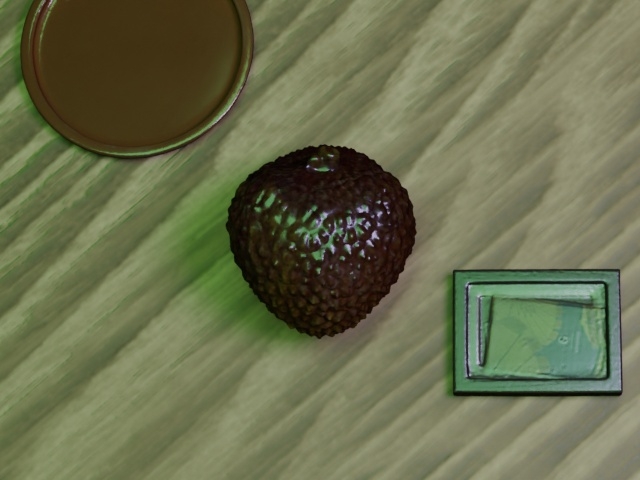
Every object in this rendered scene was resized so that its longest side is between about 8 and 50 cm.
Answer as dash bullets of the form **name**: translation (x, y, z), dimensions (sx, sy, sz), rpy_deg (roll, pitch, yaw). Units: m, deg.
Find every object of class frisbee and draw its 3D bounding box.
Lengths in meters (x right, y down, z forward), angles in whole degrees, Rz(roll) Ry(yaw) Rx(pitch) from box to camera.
- **frisbee**: translation (-0.194, -0.205, 2.072), dimensions (0.251, 0.021, 0.250), rpy_deg (-1, 77, 5)

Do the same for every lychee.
- **lychee**: translation (0.003, -0.006, 1.925), dimensions (0.194, 0.194, 0.194), rpy_deg (-1, 76, 5)

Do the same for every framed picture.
- **framed picture**: translation (0.217, 0.092, 1.962), dimensions (0.169, 0.023, 0.127), rpy_deg (0, 76, 5)
